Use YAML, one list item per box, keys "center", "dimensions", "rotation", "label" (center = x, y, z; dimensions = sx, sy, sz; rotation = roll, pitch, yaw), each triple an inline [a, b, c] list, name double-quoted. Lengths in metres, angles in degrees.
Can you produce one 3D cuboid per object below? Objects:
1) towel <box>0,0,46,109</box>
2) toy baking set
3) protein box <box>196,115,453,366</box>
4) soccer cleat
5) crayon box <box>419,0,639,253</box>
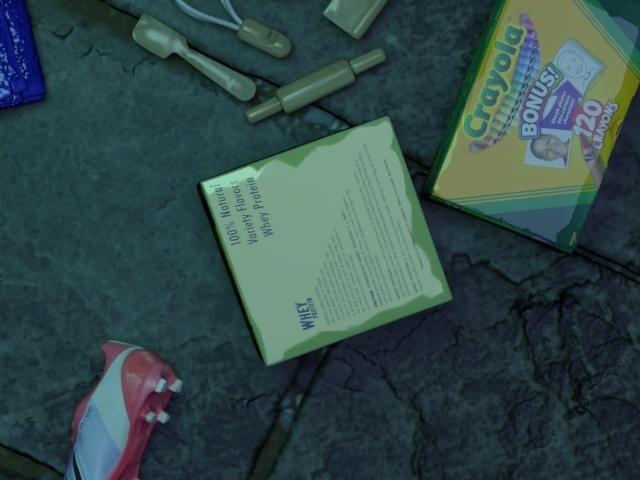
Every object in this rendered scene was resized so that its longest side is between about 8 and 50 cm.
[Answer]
- center: [-0.424, -0.269, 1.626]
  dimensions: [0.228, 0.076, 0.308]
  rotation: [-13, 91, -6]
  label: "towel"
- center: [-0.057, -0.227, 1.675]
  dimensions: [0.256, 0.030, 0.196]
  rotation: [-30, 97, -2]
  label: "toy baking set"
- center: [0.000, 0.000, 1.635]
  dimensions: [0.201, 0.136, 0.200]
  rotation: [-20, 92, -6]
  label: "protein box"
- center: [-0.231, 0.225, 1.652]
  dimensions: [0.095, 0.083, 0.248]
  rotation: [26, 93, 25]
  label: "soccer cleat"
- center: [0.234, -0.144, 1.685]
  dimensions: [0.165, 0.081, 0.278]
  rotation: [21, 88, -5]
  label: "crayon box"
